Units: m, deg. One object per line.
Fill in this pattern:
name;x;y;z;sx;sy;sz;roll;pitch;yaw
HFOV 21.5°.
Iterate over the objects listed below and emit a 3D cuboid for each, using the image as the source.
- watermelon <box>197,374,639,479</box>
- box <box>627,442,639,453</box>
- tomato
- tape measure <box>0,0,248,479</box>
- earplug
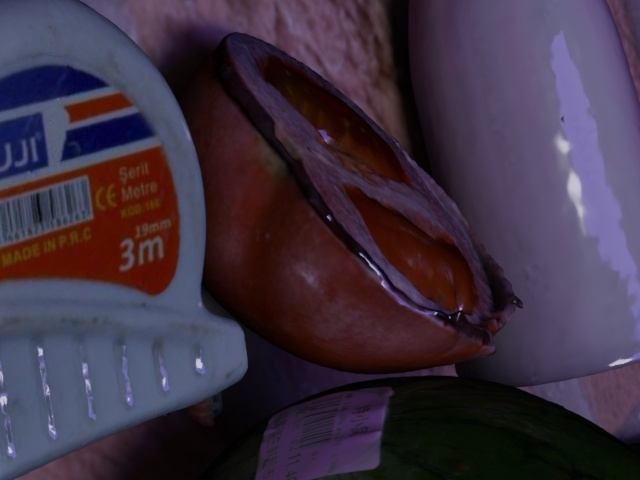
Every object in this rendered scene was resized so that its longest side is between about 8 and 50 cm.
watermelon;0.072;0.245;0.875;0.363;0.363;0.363;-1;91;-44
box;0.193;0.298;1.172;0.290;0.073;0.289;-10;97;-44
tomato;0.000;0.000;0.935;0.112;0.228;0.199;-45;145;19
tape measure;-0.163;0.004;0.791;0.243;0.125;0.246;-21;108;-49
earplug;0.131;-0.076;1.058;0.172;0.172;0.301;-23;101;-42
